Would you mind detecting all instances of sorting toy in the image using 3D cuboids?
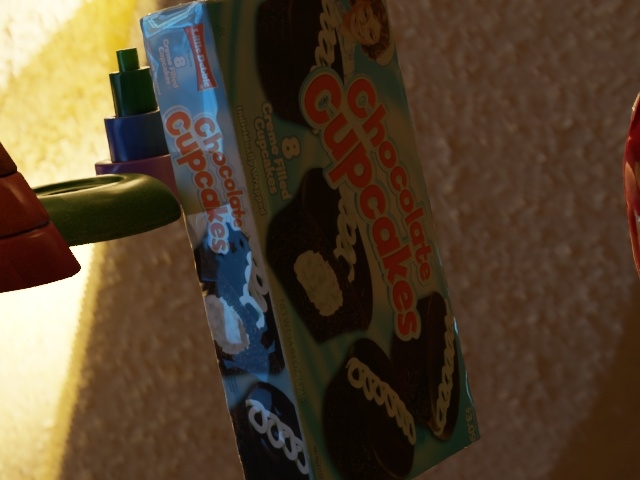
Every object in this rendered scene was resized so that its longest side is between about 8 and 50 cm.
[{"bbox_3d":[-0.160,-0.056,1.120,0.127,0.365,0.126,-6,-81,17],"label":"sorting toy"}]

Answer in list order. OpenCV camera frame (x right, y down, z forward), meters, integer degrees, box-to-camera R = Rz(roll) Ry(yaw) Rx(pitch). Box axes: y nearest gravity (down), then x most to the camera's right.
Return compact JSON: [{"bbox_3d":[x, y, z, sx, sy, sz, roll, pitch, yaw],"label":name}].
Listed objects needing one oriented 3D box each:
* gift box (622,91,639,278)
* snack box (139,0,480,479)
[{"bbox_3d":[0.209,-0.086,0.501,0.258,0.255,0.276,2,-37,7],"label":"gift box"},{"bbox_3d":[0.000,0.000,1.214,0.187,0.060,0.322,-21,-80,-53],"label":"snack box"}]
